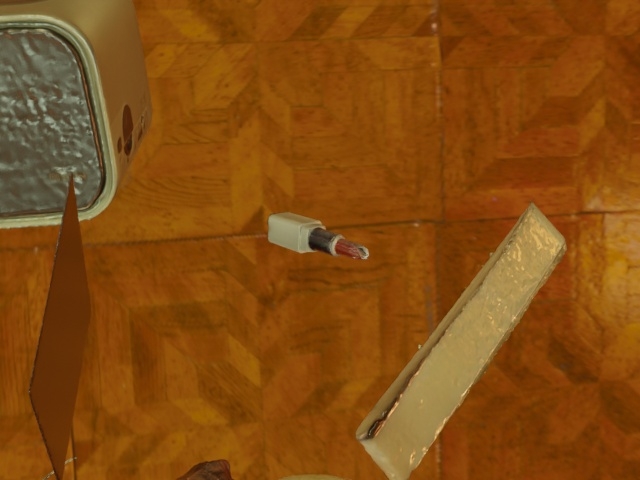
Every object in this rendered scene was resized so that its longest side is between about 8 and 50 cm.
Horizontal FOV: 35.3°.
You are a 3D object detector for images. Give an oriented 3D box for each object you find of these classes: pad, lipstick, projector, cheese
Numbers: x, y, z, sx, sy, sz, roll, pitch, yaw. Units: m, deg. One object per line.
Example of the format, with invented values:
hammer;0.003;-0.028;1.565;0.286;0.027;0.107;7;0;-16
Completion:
pad;-0.198;0.082;0.780;0.006;0.245;0.170;6;62;-7
lipstick;0.000;0.000;0.825;0.025;0.107;0.025;-11;111;-42
projector;-0.352;-0.176;1.205;0.248;0.249;0.248;-4;116;2
cheese;0.177;0.111;1.191;0.085;0.034;0.400;50;62;-17

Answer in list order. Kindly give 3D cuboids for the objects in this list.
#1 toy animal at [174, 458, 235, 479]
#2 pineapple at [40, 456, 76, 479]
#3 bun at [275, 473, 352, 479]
toy animal;-0.216;0.342;1.188;0.312;0.097;0.157;3;103;-46
pineapple;-0.399;0.340;1.019;0.158;0.161;0.334;19;91;-39
bun;0.007;0.335;0.994;0.223;0.127;0.222;4;125;6
